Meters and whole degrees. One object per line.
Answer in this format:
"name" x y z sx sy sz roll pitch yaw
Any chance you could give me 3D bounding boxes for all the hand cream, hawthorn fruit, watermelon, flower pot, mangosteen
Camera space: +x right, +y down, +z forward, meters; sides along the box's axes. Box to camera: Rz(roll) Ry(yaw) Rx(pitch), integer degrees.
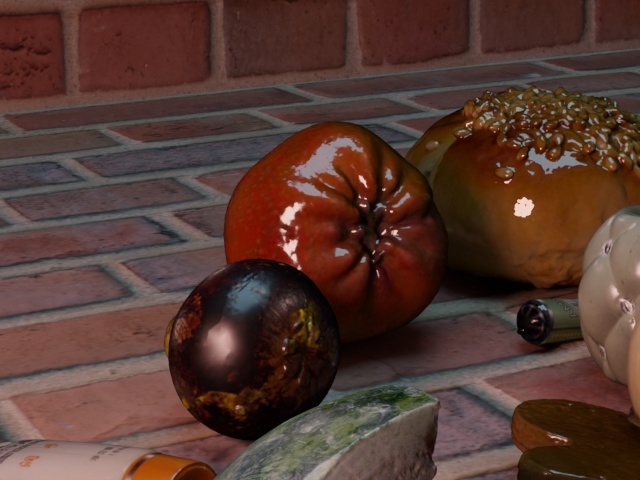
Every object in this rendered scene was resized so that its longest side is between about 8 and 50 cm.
"hand cream" -0.232 0.229 1.555 0.314 0.089 0.139 1 12 34
"hawthorn fruit" 0.000 0.000 2.048 0.277 0.277 0.298 -10 -7 -32
"watermelon" -0.018 0.273 1.352 0.320 0.213 0.289 -59 12 -28
"hand cream" 0.331 0.093 2.068 0.235 0.055 0.086 -4 17 -39
"flower pot" 0.410 0.060 1.880 0.246 0.195 0.246 -2 10 0
"mangosteen" -0.088 0.115 1.762 0.192 0.192 0.217 -15 9 -41

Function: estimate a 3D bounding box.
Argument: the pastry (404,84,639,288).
"pastry" 0.305 -0.084 2.321 0.409 0.245 0.409 2 16 -1

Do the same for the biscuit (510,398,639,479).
"biscuit" 0.316 0.239 1.517 0.283 0.064 0.432 4 11 -27

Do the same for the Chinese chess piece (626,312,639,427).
"Chinese chess piece" 0.465 0.142 1.610 0.338 0.141 0.338 10 10 -2
